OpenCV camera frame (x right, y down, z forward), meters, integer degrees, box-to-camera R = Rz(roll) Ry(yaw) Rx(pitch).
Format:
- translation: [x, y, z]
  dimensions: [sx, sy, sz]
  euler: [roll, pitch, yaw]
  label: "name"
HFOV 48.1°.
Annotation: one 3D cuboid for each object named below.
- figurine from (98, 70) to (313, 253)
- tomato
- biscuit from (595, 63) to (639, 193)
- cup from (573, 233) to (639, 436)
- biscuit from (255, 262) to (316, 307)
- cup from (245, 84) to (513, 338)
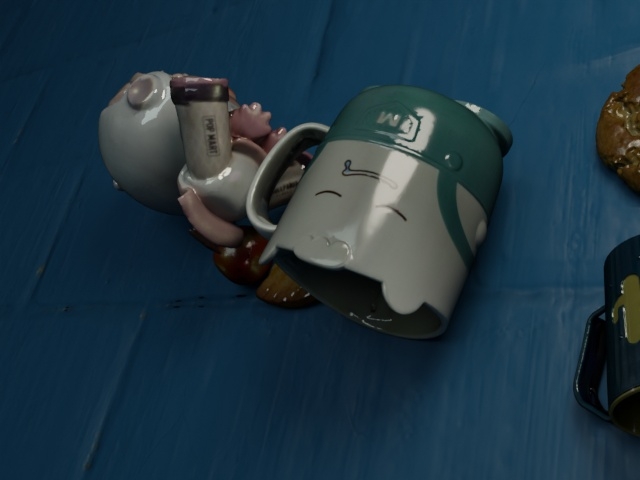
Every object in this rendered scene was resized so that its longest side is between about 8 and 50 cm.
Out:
- translation: [-0.189, -0.134, 1.025]
  dimensions: [0.211, 0.253, 0.361]
  euler: [-44, 35, -13]
  label: "figurine"
- translation: [-0.105, 0.023, 1.012]
  dimensions: [0.075, 0.087, 0.087]
  euler: [33, 84, 40]
  label: "tomato"
- translation: [0.410, -0.133, 0.764]
  dimensions: [0.225, 0.042, 0.226]
  euler: [-18, 52, 25]
  label: "biscuit"
- translation: [0.305, 0.090, 0.648]
  dimensions: [0.176, 0.131, 0.155]
  euler: [-37, 35, 47]
  label: "cup"
- translation: [0.001, 0.000, 0.986]
  dimensions: [0.228, 0.031, 0.176]
  euler: [-35, 46, 15]
  label: "biscuit"
- translation: [0.052, -0.042, 0.832]
  dimensions: [0.289, 0.219, 0.258]
  euler: [17, 71, 27]
  label: "cup"
